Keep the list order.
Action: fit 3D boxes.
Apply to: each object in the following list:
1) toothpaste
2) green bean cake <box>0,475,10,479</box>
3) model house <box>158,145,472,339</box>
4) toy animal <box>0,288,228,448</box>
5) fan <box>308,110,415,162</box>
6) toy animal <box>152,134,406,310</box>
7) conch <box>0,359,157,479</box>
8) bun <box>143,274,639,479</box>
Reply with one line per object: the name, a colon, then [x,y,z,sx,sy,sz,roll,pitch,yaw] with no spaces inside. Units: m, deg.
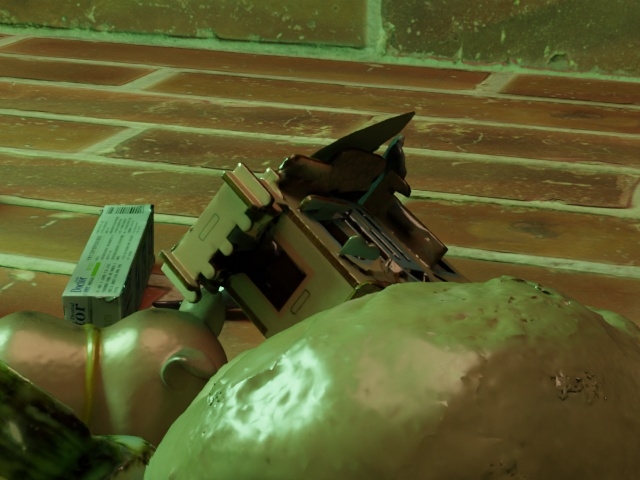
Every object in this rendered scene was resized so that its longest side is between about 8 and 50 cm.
toothpaste: [-0.231,0.041,1.612,0.067,0.081,0.336,1,17,0]
green bean cake: [-0.249,0.251,0.871,0.236,0.124,0.233,-11,22,-34]
model house: [0.052,0.056,1.300,0.244,0.169,0.326,50,19,26]
toy animal: [-0.202,0.126,1.256,0.248,0.149,0.165,-8,31,0]
fan: [-0.026,-0.051,1.431,0.182,0.010,0.310,-23,-8,-39]
toy animal: [0.010,0.014,1.590,0.367,0.081,0.206,-32,-30,31]
conch: [-0.195,0.177,1.059,0.181,0.124,0.187,22,-23,6]
bun: [0.068,0.138,0.921,0.362,0.234,0.326,-1,-19,-4]
